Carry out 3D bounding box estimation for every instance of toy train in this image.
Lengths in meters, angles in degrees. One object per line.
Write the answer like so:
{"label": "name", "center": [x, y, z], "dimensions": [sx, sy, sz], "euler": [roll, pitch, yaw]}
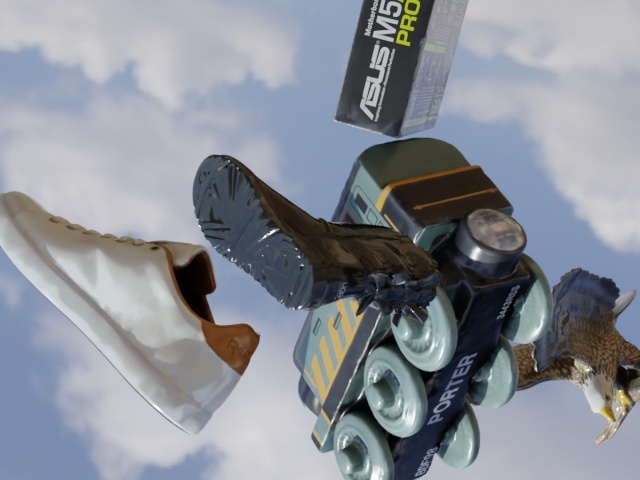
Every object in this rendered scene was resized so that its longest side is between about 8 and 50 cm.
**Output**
{"label": "toy train", "center": [0.071, 0.073, 1.191], "dimensions": [0.142, 0.334, 0.190], "euler": [-13, -128, -30]}

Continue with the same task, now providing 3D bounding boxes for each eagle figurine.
{"label": "eagle figurine", "center": [0.328, 0.151, 1.852], "dimensions": [0.298, 0.226, 0.225], "euler": [20, -179, -23]}

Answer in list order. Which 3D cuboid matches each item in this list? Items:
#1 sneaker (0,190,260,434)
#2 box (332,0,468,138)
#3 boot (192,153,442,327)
{"label": "sneaker", "center": [-0.161, 0.030, 1.195], "dimensions": [0.290, 0.123, 0.106], "euler": [40, 178, 24]}
{"label": "box", "center": [0.086, -0.204, 1.242], "dimensions": [0.060, 0.216, 0.270], "euler": [16, -170, 9]}
{"label": "boot", "center": [0.000, -0.001, 0.743], "dimensions": [0.099, 0.045, 0.121], "euler": [2, -147, -45]}
